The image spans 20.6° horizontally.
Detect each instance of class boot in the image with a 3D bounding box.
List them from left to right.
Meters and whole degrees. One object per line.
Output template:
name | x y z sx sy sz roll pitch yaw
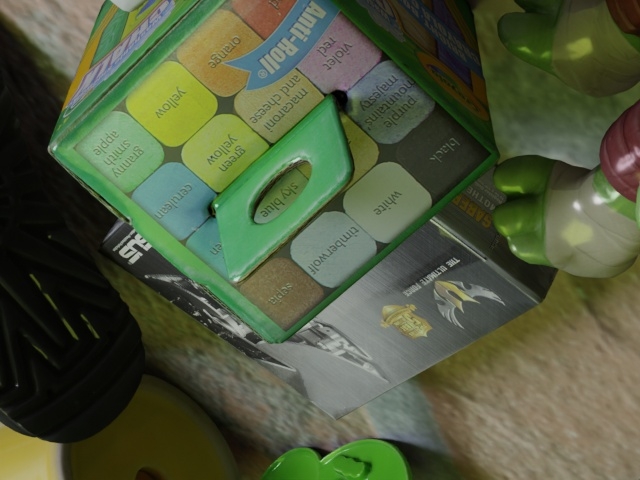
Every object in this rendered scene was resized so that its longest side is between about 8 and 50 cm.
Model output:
boot | -0.269 -0.022 1.085 0.260 0.131 0.348 6 126 59

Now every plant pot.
plant pot | -0.188 0.214 1.258 0.254 0.254 0.239 42 130 -19

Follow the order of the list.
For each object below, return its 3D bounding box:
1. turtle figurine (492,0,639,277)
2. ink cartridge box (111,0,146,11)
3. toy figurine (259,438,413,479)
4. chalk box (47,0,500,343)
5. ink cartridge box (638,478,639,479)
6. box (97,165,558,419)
turtle figurine | 0.123 -0.095 0.629 0.198 0.274 0.266 65 151 8
ink cartridge box | 0.010 -0.222 0.522 0.121 0.211 0.289 39 147 -18
toy figurine | 0.052 0.224 1.208 0.159 0.130 0.173 38 169 -30
chalk box | -0.018 -0.060 0.730 0.132 0.213 0.132 -41 109 19
ink cartridge box | 0.218 0.268 1.029 0.087 0.208 0.153 -3 135 40
box | 0.000 0.000 0.973 0.183 0.056 0.231 37 147 -11
